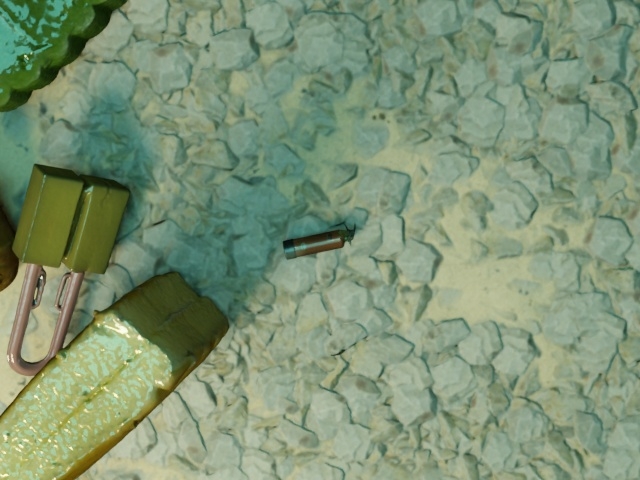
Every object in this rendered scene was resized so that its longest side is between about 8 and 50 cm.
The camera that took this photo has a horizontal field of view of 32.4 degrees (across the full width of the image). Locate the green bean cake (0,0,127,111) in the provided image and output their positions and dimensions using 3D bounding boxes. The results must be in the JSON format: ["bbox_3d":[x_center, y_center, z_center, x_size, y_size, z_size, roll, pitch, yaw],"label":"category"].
[{"bbox_3d":[-0.347,-0.280,1.145,0.222,0.125,0.248,-43,97,6],"label":"green bean cake"}]

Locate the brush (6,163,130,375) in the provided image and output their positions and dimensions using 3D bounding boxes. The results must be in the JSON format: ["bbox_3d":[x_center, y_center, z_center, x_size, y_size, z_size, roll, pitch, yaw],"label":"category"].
[{"bbox_3d":[-0.291,0.039,1.204,0.103,0.047,0.233,10,104,-38],"label":"brush"}]

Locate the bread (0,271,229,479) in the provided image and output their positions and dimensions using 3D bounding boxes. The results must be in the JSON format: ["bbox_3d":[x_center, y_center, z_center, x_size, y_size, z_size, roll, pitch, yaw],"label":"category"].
[{"bbox_3d":[-0.232,0.155,1.147,0.246,0.239,0.111,-43,90,10],"label":"bread"}]

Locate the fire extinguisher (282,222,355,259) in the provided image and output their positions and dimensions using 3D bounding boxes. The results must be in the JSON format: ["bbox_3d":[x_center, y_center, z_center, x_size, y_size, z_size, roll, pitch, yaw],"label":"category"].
[{"bbox_3d":[0.000,0.000,1.221,0.083,0.022,0.028,-13,68,4],"label":"fire extinguisher"}]

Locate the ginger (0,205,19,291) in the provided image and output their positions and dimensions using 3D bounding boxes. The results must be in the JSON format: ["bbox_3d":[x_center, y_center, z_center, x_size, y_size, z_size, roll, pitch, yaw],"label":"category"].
[{"bbox_3d":[-0.455,-0.058,1.189,0.309,0.107,0.133,33,96,-6],"label":"ginger"}]
